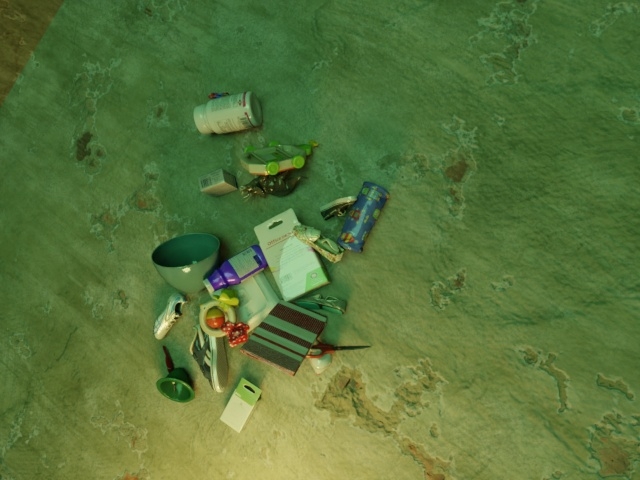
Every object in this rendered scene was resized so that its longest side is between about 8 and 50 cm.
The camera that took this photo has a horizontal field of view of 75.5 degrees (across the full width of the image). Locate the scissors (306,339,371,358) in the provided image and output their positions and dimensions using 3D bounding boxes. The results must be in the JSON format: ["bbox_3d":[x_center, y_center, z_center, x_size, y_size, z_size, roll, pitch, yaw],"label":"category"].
[{"bbox_3d":[0.059,0.449,1.678,0.298,0.109,0.021,9,121,1],"label":"scissors"}]

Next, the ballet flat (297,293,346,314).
[{"bbox_3d":[0.008,0.265,1.766,0.214,0.072,0.068,10,58,15],"label":"ballet flat"}]

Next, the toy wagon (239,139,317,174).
[{"bbox_3d":[-0.168,-0.369,1.805,0.345,0.068,0.267,-18,34,-24],"label":"toy wagon"}]

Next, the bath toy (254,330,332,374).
[{"bbox_3d":[-0.120,0.473,1.737,0.349,0.151,0.128,13,123,10],"label":"bath toy"}]

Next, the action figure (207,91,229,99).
[{"bbox_3d":[-0.503,-0.706,2.024,0.115,0.030,0.038,7,80,20],"label":"action figure"}]

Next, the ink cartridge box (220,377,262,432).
[{"bbox_3d":[-0.335,0.707,1.796,0.109,0.062,0.209,28,91,16],"label":"ink cartridge box"}]

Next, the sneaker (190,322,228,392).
[{"bbox_3d":[-0.493,0.512,1.830,0.128,0.126,0.320,-14,69,7],"label":"sneaker"}]

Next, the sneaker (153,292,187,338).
[{"bbox_3d":[-0.699,0.358,1.920,0.086,0.085,0.237,28,92,21],"label":"sneaker"}]

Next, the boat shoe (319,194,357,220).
[{"bbox_3d":[0.081,-0.136,1.743,0.219,0.078,0.070,-19,86,53],"label":"boat shoe"}]

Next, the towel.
[{"bbox_3d":[-0.138,0.382,1.680,0.237,0.329,0.037,20,127,16],"label":"towel"}]

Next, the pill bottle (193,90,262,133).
[{"bbox_3d":[-0.429,-0.586,1.922,0.284,0.160,0.160,-7,82,13],"label":"pill bottle"}]

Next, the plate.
[{"bbox_3d":[-0.349,0.262,1.862,0.277,0.045,0.277,-35,77,8],"label":"plate"}]

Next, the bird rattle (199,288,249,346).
[{"bbox_3d":[-0.418,0.337,1.789,0.207,0.143,0.253,-10,93,8],"label":"bird rattle"}]

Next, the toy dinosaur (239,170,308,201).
[{"bbox_3d":[-0.202,-0.262,1.863,0.314,0.121,0.160,1,108,6],"label":"toy dinosaur"}]

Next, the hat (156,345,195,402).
[{"bbox_3d":[-0.641,0.609,1.908,0.173,0.183,0.208,-16,121,19],"label":"hat"}]

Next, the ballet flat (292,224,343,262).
[{"bbox_3d":[0.000,0.000,1.701,0.241,0.077,0.091,33,54,-12],"label":"ballet flat"}]

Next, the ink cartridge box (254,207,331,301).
[{"bbox_3d":[-0.121,0.064,1.785,0.207,0.119,0.353,-27,78,7],"label":"ink cartridge box"}]

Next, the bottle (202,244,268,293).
[{"bbox_3d":[-0.367,0.130,1.792,0.283,0.092,0.118,-32,73,-19],"label":"bottle"}]

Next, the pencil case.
[{"bbox_3d":[0.178,-0.090,1.727,0.119,0.133,0.305,24,88,41],"label":"pencil case"}]

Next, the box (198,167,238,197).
[{"bbox_3d":[-0.470,-0.263,1.906,0.126,0.137,0.072,-18,78,12],"label":"box"}]

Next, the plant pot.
[{"bbox_3d":[-0.576,0.120,1.843,0.291,0.290,0.195,3,121,15],"label":"plant pot"}]
